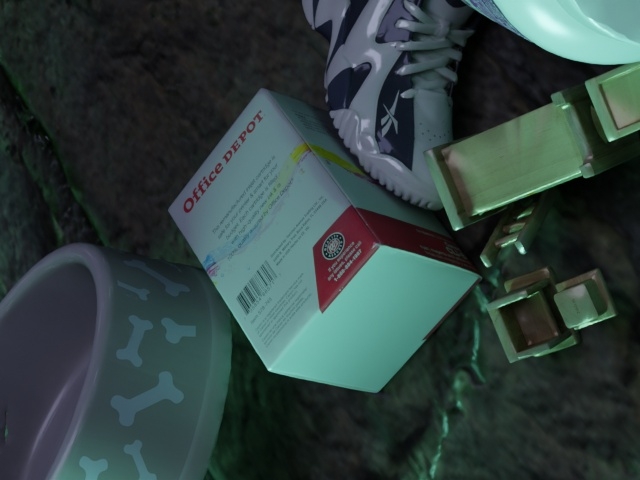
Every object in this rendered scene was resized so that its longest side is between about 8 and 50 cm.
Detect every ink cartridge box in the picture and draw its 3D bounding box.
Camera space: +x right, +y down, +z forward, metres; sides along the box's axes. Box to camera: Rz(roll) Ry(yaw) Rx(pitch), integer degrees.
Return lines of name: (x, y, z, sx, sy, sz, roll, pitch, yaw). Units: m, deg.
ink cartridge box: (0.000, 0.000, 1.136, 0.128, 0.127, 0.176, -50, 52, 20)

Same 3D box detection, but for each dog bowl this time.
dog bowl: (-0.210, 0.158, 1.220, 0.349, 0.102, 0.349, -40, 35, 36)

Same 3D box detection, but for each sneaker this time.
sneaker: (0.079, -0.149, 1.129, 0.153, 0.094, 0.235, -44, 44, 34)

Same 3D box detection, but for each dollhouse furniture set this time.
dollhouse furniture set: (0.192, -0.024, 1.026, 0.182, 0.101, 0.161, -22, 90, 34)

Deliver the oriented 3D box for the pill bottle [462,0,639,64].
pill bottle: (0.162, -0.197, 0.933, 0.169, 0.169, 0.301, -61, 13, 11)
